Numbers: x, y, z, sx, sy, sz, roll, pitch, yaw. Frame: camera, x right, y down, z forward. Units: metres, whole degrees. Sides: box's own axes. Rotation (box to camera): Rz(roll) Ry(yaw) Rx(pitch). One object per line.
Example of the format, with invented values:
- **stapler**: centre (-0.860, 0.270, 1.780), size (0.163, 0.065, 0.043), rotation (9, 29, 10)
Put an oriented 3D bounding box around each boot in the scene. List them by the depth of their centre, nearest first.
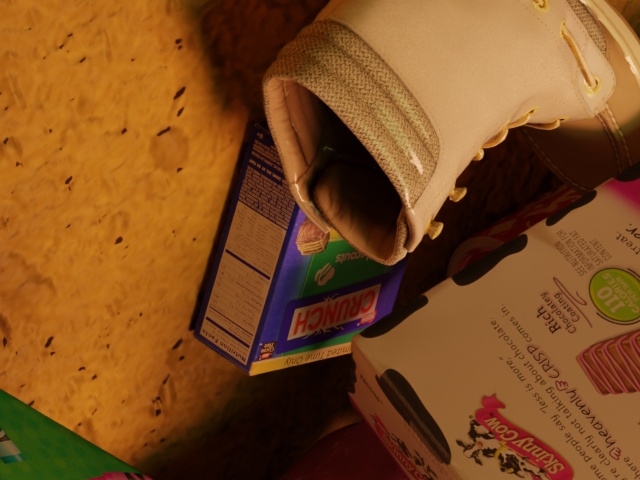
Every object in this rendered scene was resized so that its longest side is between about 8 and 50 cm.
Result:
- **boot**: centre (0.063, -0.051, 0.795), size (0.165, 0.077, 0.213), rotation (-59, 135, -27)

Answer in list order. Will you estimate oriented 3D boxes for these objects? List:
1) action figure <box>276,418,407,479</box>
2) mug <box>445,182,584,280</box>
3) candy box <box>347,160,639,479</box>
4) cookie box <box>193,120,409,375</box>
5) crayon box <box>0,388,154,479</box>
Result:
- **action figure**: centre (-0.032, 0.160, 0.860), size (0.370, 0.248, 0.275), rotation (-35, 106, -35)
- **mug**: centre (0.166, 0.025, 0.981), size (0.169, 0.150, 0.113), rotation (-24, 173, -32)
- **candy box**: centre (0.151, 0.055, 0.806), size (0.233, 0.159, 0.071), rotation (-30, 155, -16)
- **cookie box**: centre (0.000, 0.000, 0.841), size (0.092, 0.040, 0.107), rotation (-10, 125, -47)
- **crayon box**: centre (-0.163, 0.175, 0.609), size (0.165, 0.081, 0.278), rotation (33, 109, -16)
